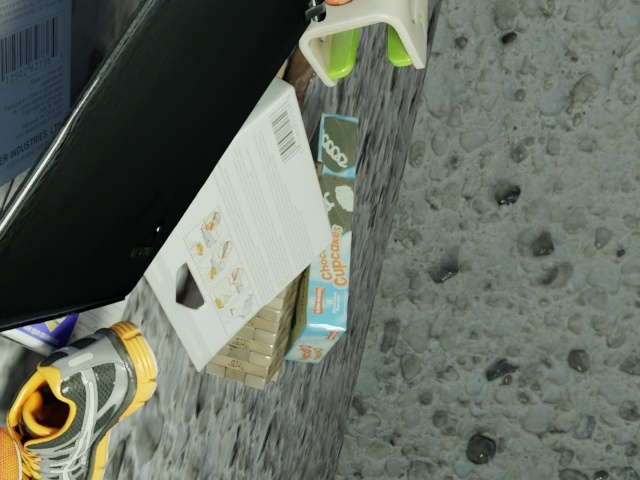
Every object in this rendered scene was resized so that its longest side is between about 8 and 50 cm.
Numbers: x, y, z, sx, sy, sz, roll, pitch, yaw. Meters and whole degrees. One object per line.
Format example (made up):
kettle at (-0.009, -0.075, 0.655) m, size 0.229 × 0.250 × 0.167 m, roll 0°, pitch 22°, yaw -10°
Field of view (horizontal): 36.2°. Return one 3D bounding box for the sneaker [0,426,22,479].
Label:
sneaker at (-0.258, 0.204, 0.668) m, size 0.067 × 0.064 × 0.175 m, roll 74°, pitch 29°, yaw -52°

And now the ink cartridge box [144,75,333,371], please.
ink cartridge box at (-0.101, -0.015, 1.079) m, size 0.239 × 0.060 × 0.275 m, roll -43°, pitch 147°, yaw -20°

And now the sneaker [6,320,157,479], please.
sneaker at (-0.206, 0.143, 0.757) m, size 0.083 × 0.084 × 0.215 m, roll -12°, pitch 143°, yaw -48°

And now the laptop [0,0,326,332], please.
laptop at (-0.127, -0.184, 0.586) m, size 0.382 × 0.236 × 0.407 m, roll 11°, pitch 57°, yaw -89°

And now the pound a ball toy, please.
pound a ball toy at (0.013, -0.307, 1.171) m, size 0.135 × 0.208 × 0.319 m, roll 51°, pitch 38°, yaw -51°

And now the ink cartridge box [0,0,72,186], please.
ink cartridge box at (-0.190, -0.164, 0.490) m, size 0.186 × 0.065 × 0.311 m, roll -58°, pitch 162°, yaw -60°

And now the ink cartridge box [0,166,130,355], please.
ink cartridge box at (-0.186, -0.008, 0.779) m, size 0.206 × 0.045 × 0.208 m, roll 70°, pitch 38°, yaw -72°

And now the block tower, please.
block tower at (-0.076, 0.038, 1.310) m, size 0.097 × 0.091 × 0.335 m, roll -47°, pitch 150°, yaw -67°

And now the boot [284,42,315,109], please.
boot at (-0.043, -0.211, 1.293) m, size 0.114 × 0.037 × 0.106 m, roll -35°, pitch 137°, yaw -67°

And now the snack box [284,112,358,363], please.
snack box at (0.000, 0.000, 1.422) m, size 0.187 × 0.060 × 0.321 m, roll 119°, pitch -23°, yaw -66°
